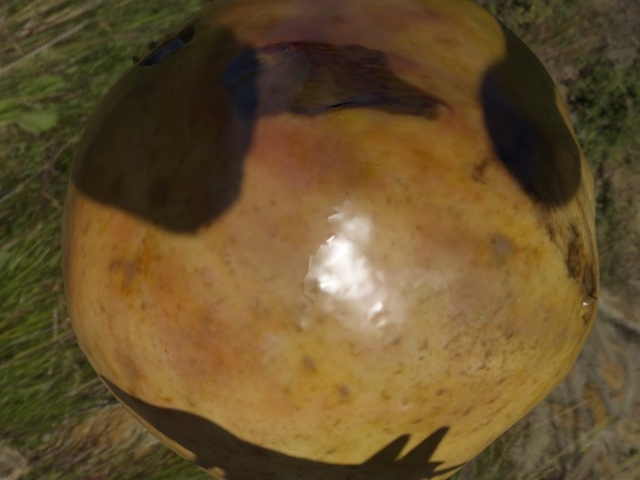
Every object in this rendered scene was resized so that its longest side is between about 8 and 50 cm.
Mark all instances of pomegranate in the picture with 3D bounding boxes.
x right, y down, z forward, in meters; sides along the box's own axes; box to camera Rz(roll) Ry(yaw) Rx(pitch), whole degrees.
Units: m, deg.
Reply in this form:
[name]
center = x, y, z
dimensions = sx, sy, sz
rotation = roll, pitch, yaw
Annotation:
[pomegranate]
center = 0.000, 0.000, 0.487
dimensions = 0.281, 0.281, 0.281
rotation = 22, 48, -27
